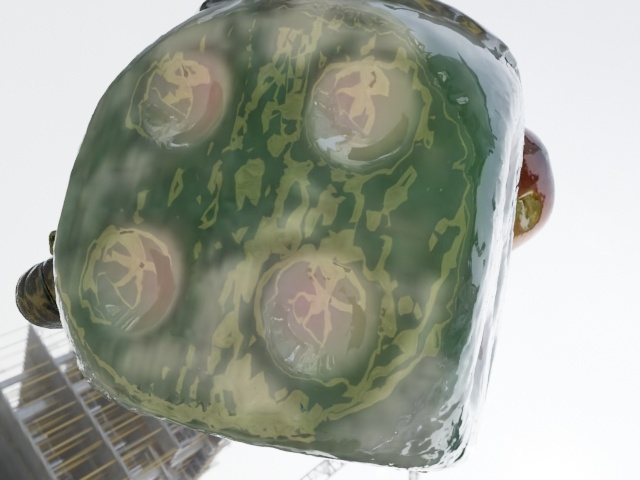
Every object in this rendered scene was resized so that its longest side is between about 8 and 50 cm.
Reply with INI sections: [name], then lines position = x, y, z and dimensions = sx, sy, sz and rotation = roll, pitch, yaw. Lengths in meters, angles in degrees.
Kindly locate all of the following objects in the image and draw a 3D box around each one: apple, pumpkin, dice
[apple]
position = 0.237, -0.065, 0.866
dimensions = 0.199, 0.199, 0.199
rotation = 16, -64, 37
[pumpkin]
position = -0.398, 0.072, 1.012
dimensions = 0.150, 0.194, 0.194
rotation = 52, -47, 24
[dice]
position = 0.000, 0.000, 0.566
dimensions = 0.328, 0.330, 0.348
rotation = 8, -100, 19

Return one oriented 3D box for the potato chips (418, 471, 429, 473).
[potato chips]
position = 0.178, 0.333, 1.164
dimensions = 0.208, 0.062, 0.195
rotation = 25, -63, 45
